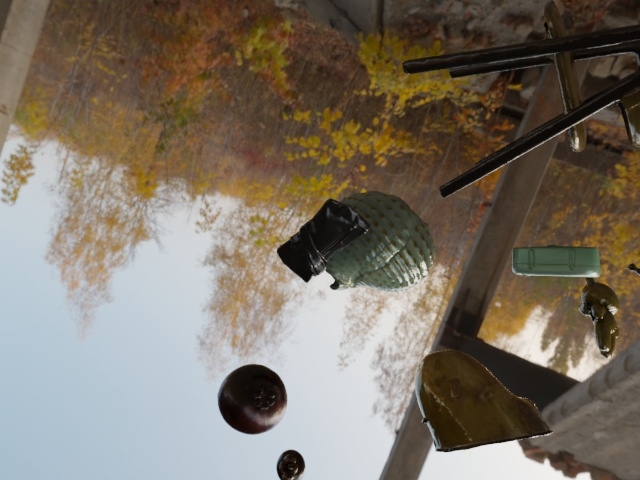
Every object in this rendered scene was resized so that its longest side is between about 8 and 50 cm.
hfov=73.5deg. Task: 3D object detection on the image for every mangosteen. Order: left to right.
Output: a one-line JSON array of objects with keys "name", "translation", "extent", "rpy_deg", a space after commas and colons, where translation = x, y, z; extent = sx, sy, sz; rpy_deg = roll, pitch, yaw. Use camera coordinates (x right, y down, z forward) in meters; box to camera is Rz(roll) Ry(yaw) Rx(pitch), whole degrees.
[{"name": "mangosteen", "translation": [-0.180, 0.410, 1.112], "extent": [0.199, 0.200, 0.200], "rpy_deg": [21, -176, -2]}, {"name": "mangosteen", "translation": [-0.121, 0.916, 1.732], "extent": [0.140, 0.140, 0.140], "rpy_deg": [21, -176, -2]}]

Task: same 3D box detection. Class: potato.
[{"name": "potato", "translation": [0.488, 0.475, 1.324], "extent": [0.396, 0.296, 0.290], "rpy_deg": [-6, 155, -12]}]

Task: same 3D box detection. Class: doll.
[{"name": "doll", "translation": [0.750, 0.210, 1.162], "extent": [0.137, 0.210, 0.097], "rpy_deg": [39, 144, -23]}]

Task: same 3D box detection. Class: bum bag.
[{"name": "bum bag", "translation": [0.000, 0.000, 1.031], "extent": [0.123, 0.248, 0.060], "rpy_deg": [44, -153, -8]}]

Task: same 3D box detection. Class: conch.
[{"name": "conch", "translation": [0.170, 0.007, 1.149], "extent": [0.215, 0.303, 0.319], "rpy_deg": [-15, -164, 49]}]

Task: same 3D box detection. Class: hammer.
[{"name": "hammer", "translation": [0.902, 0.125, 1.172], "extent": [0.201, 0.021, 0.078], "rpy_deg": [31, -165, -38]}]

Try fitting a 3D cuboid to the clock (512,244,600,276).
[{"name": "clock", "translation": [0.478, 0.043, 0.864], "extent": [0.148, 0.060, 0.188], "rpy_deg": [-2, 175, 34]}]

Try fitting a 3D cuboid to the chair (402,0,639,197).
[{"name": "chair", "translation": [0.243, -0.144, 0.427], "extent": [0.246, 0.173, 0.158], "rpy_deg": [-15, -172, 36]}]
